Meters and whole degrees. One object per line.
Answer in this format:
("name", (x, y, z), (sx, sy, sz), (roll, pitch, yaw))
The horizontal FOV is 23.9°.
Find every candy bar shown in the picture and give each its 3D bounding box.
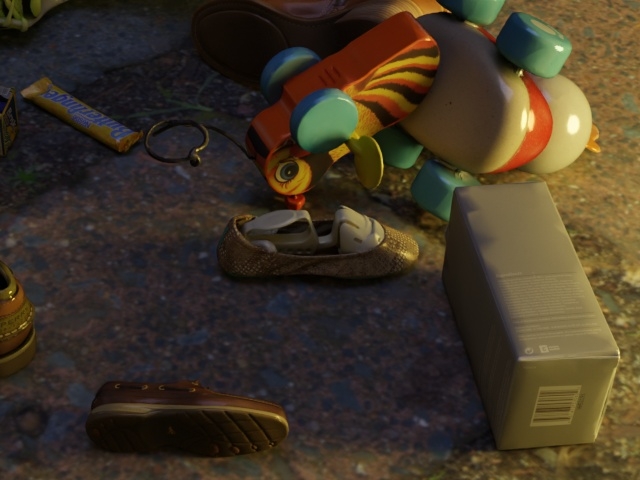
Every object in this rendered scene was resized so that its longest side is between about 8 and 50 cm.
("candy bar", (-0.263, -0.139, 1.679), (0.161, 0.018, 0.040), (30, 48, 26))

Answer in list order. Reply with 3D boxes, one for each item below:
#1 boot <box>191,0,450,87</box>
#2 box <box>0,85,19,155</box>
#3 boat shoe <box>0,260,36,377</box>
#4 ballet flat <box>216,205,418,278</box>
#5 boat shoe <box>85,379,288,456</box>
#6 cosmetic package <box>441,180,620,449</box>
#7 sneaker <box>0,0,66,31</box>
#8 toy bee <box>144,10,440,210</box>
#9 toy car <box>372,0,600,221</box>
("boot", (0.011, -0.266, 1.781), (0.283, 0.109, 0.220), (-1, 22, 29))
("box", (-0.416, -0.139, 1.635), (0.168, 0.059, 0.054), (8, 43, 4))
("boat shoe", (-0.389, 0.011, 1.437), (0.307, 0.104, 0.111), (25, 46, 22))
("ballet flat", (0.000, 0.000, 1.511), (0.206, 0.067, 0.073), (-4, 43, -10))
("boat shoe", (-0.116, 0.149, 1.338), (0.178, 0.064, 0.060), (2, 44, 1))
("cosmetic package", (0.189, 0.065, 1.413), (0.107, 0.127, 0.238), (-3, 44, -7))
("sneaker", (-0.411, -0.303, 1.755), (0.384, 0.145, 0.147), (-32, 53, -31))
("toy bee", (-0.017, -0.118, 1.557), (0.298, 0.162, 0.195), (-10, 49, 5))
("toy car", (0.203, -0.144, 1.633), (0.238, 0.219, 0.210), (9, 28, -44))
